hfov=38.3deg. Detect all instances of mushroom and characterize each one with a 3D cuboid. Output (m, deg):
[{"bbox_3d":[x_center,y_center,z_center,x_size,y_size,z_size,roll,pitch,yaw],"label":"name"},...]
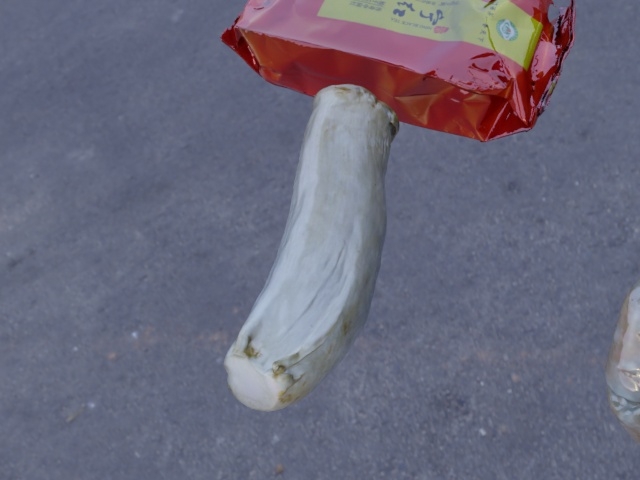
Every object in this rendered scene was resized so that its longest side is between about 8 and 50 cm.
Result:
[{"bbox_3d":[0.000,0.000,0.843,0.095,0.123,0.351,-11,46,34],"label":"mushroom"}]

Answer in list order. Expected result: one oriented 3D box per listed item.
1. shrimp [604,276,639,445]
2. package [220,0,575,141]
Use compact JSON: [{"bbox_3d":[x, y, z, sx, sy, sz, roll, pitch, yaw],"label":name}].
[{"bbox_3d":[0.407,0.103,0.809,0.110,0.446,0.221,28,98,55],"label":"shrimp"},{"bbox_3d":[0.100,-0.253,1.136,0.424,0.123,0.196,17,67,21],"label":"package"}]
